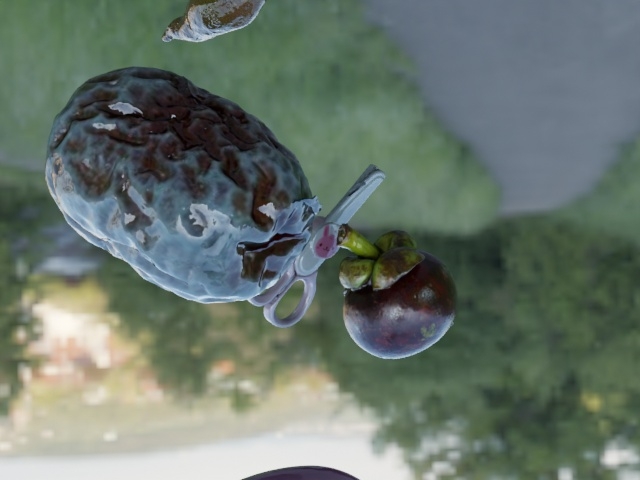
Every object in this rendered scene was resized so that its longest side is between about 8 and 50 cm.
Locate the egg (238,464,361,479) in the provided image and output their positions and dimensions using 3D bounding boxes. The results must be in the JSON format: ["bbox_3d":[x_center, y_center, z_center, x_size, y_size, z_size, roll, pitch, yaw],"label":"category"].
[{"bbox_3d":[-0.048,0.315,1.573,0.271,0.196,0.196,-7,178,-38],"label":"egg"}]

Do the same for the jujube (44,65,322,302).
[{"bbox_3d":[-0.153,-0.060,1.840,0.317,0.226,0.226,29,-169,30],"label":"jujube"}]

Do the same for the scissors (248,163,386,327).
[{"bbox_3d":[0.000,0.000,2.142,0.030,0.242,0.118,30,166,44],"label":"scissors"}]

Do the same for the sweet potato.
[{"bbox_3d":[-0.124,-0.257,1.886,0.068,0.068,0.226,3,163,-40],"label":"sweet potato"}]

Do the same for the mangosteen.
[{"bbox_3d":[0.092,0.053,2.080,0.156,0.181,0.145,-21,178,42],"label":"mangosteen"}]
